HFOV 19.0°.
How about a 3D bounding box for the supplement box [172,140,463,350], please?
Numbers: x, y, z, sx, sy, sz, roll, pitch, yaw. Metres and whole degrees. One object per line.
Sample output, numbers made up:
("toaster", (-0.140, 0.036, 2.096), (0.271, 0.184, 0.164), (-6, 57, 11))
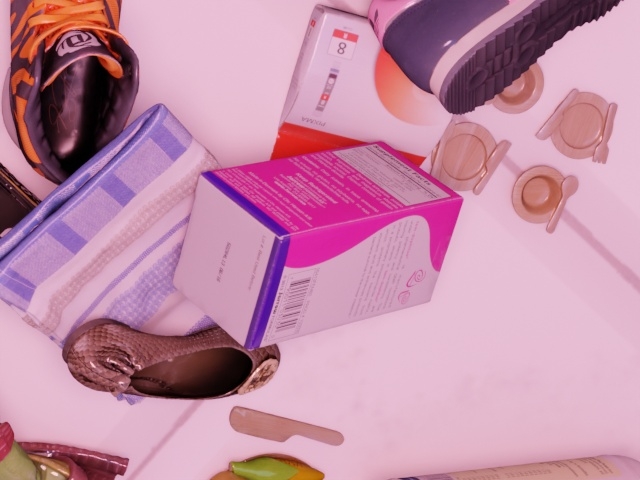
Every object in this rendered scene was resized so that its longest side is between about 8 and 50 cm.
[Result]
("supplement box", (0.000, 0.000, 1.619), (0.220, 0.114, 0.111), (-11, 128, -42))

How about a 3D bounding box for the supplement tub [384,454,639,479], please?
("supplement tub", (0.205, 0.322, 1.766), (0.324, 0.235, 0.235), (-4, 107, -15))

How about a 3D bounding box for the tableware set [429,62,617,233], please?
("tableware set", (0.188, -0.091, 1.757), (0.168, 0.020, 0.141), (25, 97, -21))

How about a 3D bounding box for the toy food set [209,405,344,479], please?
("toy food set", (-0.052, 0.258, 1.777), (0.132, 0.038, 0.192), (13, 101, -19))

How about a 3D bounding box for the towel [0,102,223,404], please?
("towel", (-0.146, 0.021, 1.604), (0.209, 0.034, 0.285), (-42, 148, -2))

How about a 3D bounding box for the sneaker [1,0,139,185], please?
("sneaker", (-0.191, -0.196, 1.529), (0.124, 0.180, 0.321), (-5, 107, -15))

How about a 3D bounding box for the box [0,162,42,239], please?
("box", (-0.422, 0.007, 1.578), (0.322, 0.079, 0.257), (-44, 110, 0))

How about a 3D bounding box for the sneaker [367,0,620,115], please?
("sneaker", (0.180, -0.240, 1.664), (0.319, 0.131, 0.112), (-35, 151, -27))

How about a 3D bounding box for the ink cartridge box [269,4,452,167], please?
("ink cartridge box", (0.039, -0.105, 1.697), (0.145, 0.045, 0.179), (13, 99, -19))

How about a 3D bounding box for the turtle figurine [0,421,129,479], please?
("turtle figurine", (-0.291, 0.250, 1.622), (0.274, 0.198, 0.266), (-39, 111, -7))

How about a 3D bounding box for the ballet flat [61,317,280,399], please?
("ballet flat", (-0.117, 0.111, 1.650), (0.250, 0.058, 0.084), (12, 117, -51))
